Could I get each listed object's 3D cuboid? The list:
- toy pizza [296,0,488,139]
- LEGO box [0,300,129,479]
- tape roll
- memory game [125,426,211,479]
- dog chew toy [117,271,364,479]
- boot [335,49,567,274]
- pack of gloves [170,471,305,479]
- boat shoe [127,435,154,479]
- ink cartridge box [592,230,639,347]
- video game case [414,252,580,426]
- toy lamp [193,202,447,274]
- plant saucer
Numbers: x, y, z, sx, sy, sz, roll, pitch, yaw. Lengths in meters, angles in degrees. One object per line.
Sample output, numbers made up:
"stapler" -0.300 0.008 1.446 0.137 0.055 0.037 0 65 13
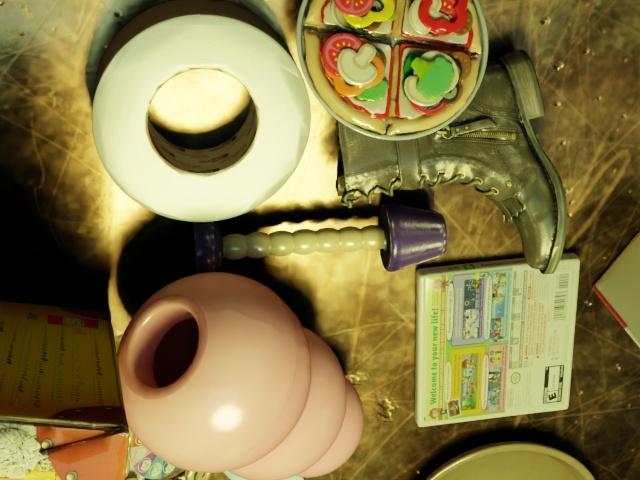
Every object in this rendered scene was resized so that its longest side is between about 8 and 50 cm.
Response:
"toy pizza" 0.076 -0.201 1.178 0.201 0.032 0.201 0 88 -13
"LEGO box" -0.298 0.277 1.077 0.193 0.500 0.372 6 95 -12
"tape roll" -0.122 -0.132 1.200 0.219 0.072 0.219 -4 115 -9
"memory game" -0.171 0.228 1.343 0.186 0.012 0.186 -21 122 -37
"dog chew toy" -0.066 0.167 1.273 0.206 0.206 0.332 -42 140 11
"boot" 0.129 -0.072 1.250 0.229 0.091 0.263 -13 91 -4
"pack of gloves" -0.090 0.368 1.462 0.195 0.046 0.232 -30 117 4
"boat shoe" -0.232 0.281 1.373 0.081 0.079 0.227 4 116 -35
"ink cartridge box" 0.478 0.119 1.360 0.273 0.197 0.114 31 106 -22
"video game case" 0.209 0.121 1.410 0.193 0.023 0.212 -6 117 -8
"toy lamp" 0.000 0.000 1.285 0.274 0.080 0.080 -2 116 -7
"plant saucer" 0.229 0.369 1.524 0.278 0.041 0.278 -4 117 -9
